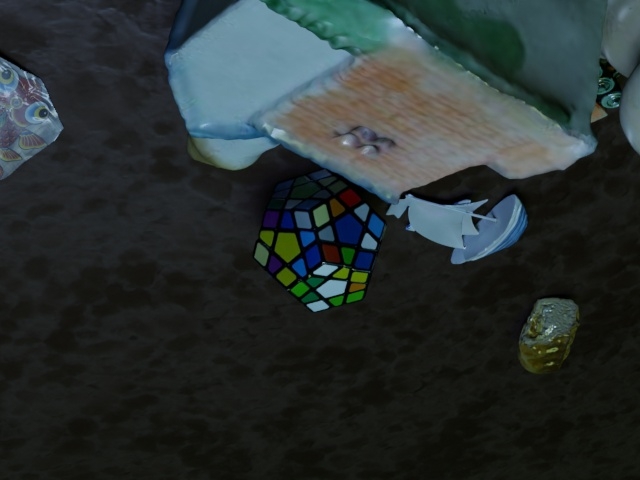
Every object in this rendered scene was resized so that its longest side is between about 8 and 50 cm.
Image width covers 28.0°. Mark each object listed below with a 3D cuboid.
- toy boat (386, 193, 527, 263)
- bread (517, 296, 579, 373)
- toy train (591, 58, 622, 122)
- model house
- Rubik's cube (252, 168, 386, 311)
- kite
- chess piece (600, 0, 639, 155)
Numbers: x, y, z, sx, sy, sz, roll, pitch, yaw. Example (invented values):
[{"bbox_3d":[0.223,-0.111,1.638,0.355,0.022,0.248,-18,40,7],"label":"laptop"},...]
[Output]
[{"bbox_3d":[0.136,-0.009,1.293,0.149,0.034,0.105,-5,143,-14],"label":"toy boat"},{"bbox_3d":[0.264,0.116,1.500,0.066,0.060,0.110,-35,154,-23],"label":"bread"},{"bbox_3d":[0.228,-0.142,1.134,0.064,0.044,0.103,-21,147,28],"label":"toy train"},{"bbox_3d":[-0.001,-0.148,0.914,0.267,0.194,0.325,27,149,-27],"label":"model house"},{"bbox_3d":[0.000,0.000,1.192,0.133,0.133,0.112,5,169,-25],"label":"Rubik's cube"},{"bbox_3d":[-0.310,-0.055,1.014,0.229,0.016,0.127,-41,144,-8],"label":"kite"},{"bbox_3d":[0.273,-0.126,0.914,0.182,0.330,0.182,-10,147,-7],"label":"chess piece"}]
